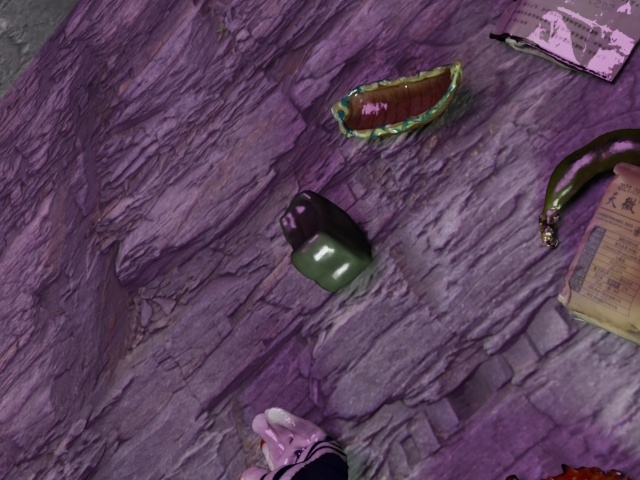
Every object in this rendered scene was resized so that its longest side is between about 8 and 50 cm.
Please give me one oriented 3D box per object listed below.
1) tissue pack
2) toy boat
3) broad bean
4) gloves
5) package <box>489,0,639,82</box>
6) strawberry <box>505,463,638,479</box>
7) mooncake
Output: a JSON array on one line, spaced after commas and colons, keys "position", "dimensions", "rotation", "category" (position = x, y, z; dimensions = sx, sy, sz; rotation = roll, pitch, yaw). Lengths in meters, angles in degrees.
[{"position": [0.437, 0.042, 1.092], "dimensions": [0.256, 0.123, 0.215], "rotation": [29, 98, 42], "category": "tissue pack"}, {"position": [0.148, -0.238, 1.519], "dimensions": [0.293, 0.099, 0.108], "rotation": [-12, 62, 46], "category": "toy boat"}, {"position": [0.428, -0.090, 1.235], "dimensions": [0.292, 0.049, 0.144], "rotation": [-19, 65, 36], "category": "broad bean"}, {"position": [-0.040, 0.344, 1.392], "dimensions": [0.140, 0.131, 0.218], "rotation": [-68, 15, -5], "category": "gloves"}, {"position": [0.397, -0.370, 1.389], "dimensions": [0.251, 0.062, 0.204], "rotation": [34, 95, 41], "category": "package"}, {"position": [0.253, 0.385, 1.091], "dimensions": [0.306, 0.137, 0.233], "rotation": [-57, 43, 6], "category": "strawberry"}, {"position": [0.000, 0.000, 1.480], "dimensions": [0.104, 0.175, 0.168], "rotation": [-40, 90, 16], "category": "mooncake"}]
